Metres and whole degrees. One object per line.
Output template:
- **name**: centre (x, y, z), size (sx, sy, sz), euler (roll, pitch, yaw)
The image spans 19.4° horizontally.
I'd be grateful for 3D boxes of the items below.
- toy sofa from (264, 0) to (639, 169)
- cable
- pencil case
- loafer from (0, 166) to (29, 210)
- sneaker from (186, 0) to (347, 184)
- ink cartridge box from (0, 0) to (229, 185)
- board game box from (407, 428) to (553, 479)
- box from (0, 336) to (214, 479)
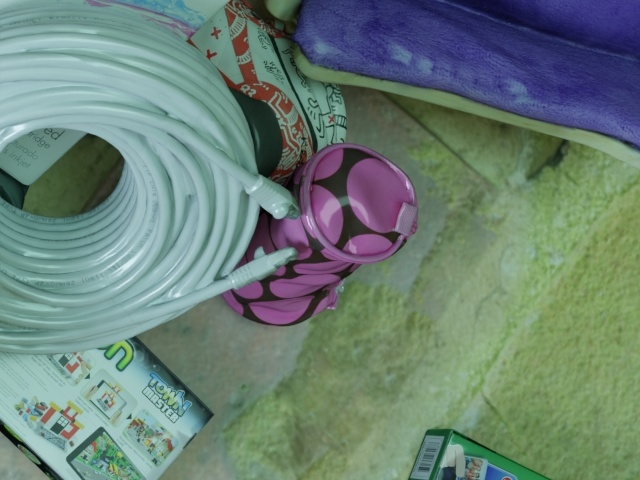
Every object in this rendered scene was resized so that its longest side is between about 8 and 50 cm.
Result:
- **toy sofa**: centre (0.147, -0.193, 1.408), size (0.363, 0.150, 0.177), euler (14, 41, -23)
- **cable**: centre (-0.169, -0.039, 1.218), size (0.257, 0.089, 0.257), euler (-27, 129, 12)
- **pencil case**: centre (0.000, 0.000, 1.337), size (0.098, 0.209, 0.095), euler (30, 69, -9)
- **loafer**: centre (-0.314, -0.101, 1.284), size (0.267, 0.096, 0.084), euler (38, 35, -19)
- **sneaker**: centre (-0.085, -0.155, 1.385), size (0.145, 0.090, 0.270), euler (-10, 63, -56)
- **ink cartridge box**: centre (-0.148, -0.226, 1.206), size (0.353, 0.119, 0.207), euler (-41, 122, 21)
- **board game box**: centre (0.123, 0.334, 1.455), size (0.214, 0.046, 0.317), euler (28, 75, -21)
- **box**: centre (-0.187, 0.096, 1.340), size (0.207, 0.036, 0.114), euler (47, 70, -14)
